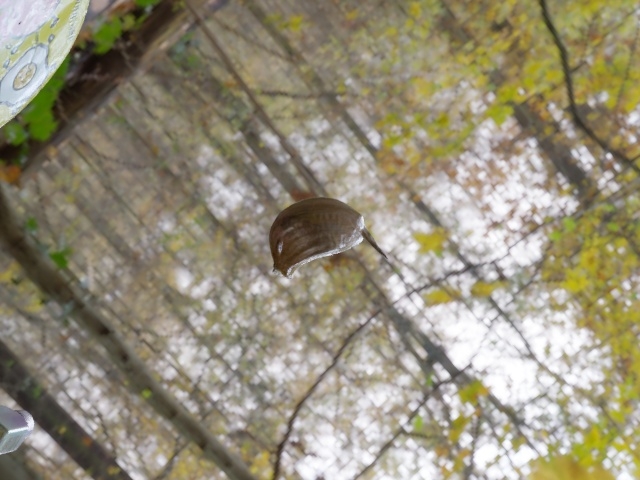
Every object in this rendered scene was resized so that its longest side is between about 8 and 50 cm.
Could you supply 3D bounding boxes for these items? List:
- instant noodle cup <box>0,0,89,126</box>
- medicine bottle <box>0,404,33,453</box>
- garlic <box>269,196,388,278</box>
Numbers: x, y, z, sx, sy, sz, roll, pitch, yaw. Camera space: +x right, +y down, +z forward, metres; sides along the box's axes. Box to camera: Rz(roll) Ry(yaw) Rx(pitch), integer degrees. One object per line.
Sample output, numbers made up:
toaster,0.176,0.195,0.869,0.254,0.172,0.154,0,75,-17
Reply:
instant noodle cup,-0.511,-0.325,1.419,0.325,0.254,0.325,-52,174,-8
medicine bottle,-0.523,0.308,1.724,0.055,0.074,0.118,-60,168,3
garlic,0.006,-0.011,1.752,0.198,0.129,0.090,-13,-174,17
